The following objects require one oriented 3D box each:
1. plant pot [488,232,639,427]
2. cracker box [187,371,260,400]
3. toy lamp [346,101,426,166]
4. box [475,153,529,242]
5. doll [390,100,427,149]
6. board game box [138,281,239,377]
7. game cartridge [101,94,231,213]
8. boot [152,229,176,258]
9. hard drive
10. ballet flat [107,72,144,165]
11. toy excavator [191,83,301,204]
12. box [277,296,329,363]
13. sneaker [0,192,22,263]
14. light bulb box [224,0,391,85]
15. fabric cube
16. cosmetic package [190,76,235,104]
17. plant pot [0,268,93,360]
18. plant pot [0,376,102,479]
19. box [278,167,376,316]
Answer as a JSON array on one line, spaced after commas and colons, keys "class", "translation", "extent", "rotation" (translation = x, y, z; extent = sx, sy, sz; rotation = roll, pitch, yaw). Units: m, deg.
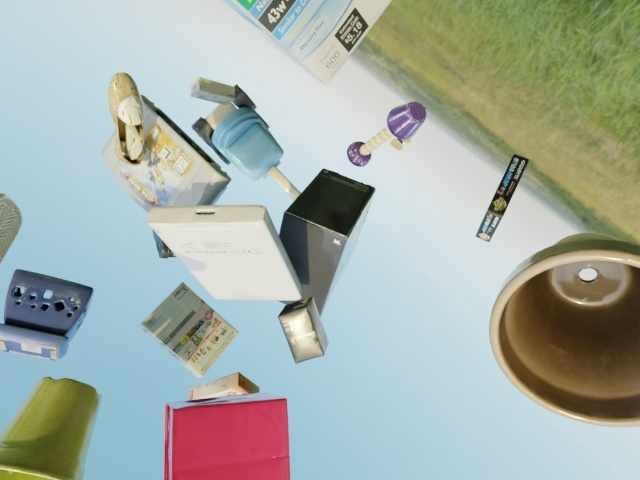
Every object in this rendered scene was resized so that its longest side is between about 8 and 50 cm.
[{"class": "plant pot", "translation": [0.398, 0.094, 0.665], "extent": [0.263, 0.263, 0.229], "rotation": [40, -146, 6]}, {"class": "cracker box", "translation": [-0.374, 0.602, 1.745], "extent": [0.155, 0.233, 0.067], "rotation": [55, -162, -42]}, {"class": "toy lamp", "translation": [0.154, -0.249, 1.068], "extent": [0.080, 0.080, 0.275], "rotation": [33, 162, -13]}, {"class": "box", "translation": [0.549, -0.126, 1.365], "extent": [0.051, 0.220, 0.175], "rotation": [25, 161, 17]}, {"class": "doll", "translation": [0.267, -0.351, 1.330], "extent": [0.046, 0.129, 0.188], "rotation": [37, -129, -14]}, {"class": "board game box", "translation": [-0.504, 0.346, 1.734], "extent": [0.303, 0.097, 0.224], "rotation": [44, -124, -7]}, {"class": "game cartridge", "translation": [-0.367, -0.166, 1.039], "extent": [0.297, 0.198, 0.062], "rotation": [43, -167, 8]}, {"class": "boot", "translation": [-0.489, -0.025, 1.627], "extent": [0.207, 0.094, 0.246], "rotation": [3, -138, -35]}, {"class": "hard drive", "translation": [-0.187, 0.041, 0.984], "extent": [0.353, 0.233, 0.047], "rotation": [73, -161, -57]}, {"class": "ballet flat", "translation": [-0.395, -0.243, 0.937], "extent": [0.073, 0.206, 0.067], "rotation": [-29, -120, -35]}, {"class": "toy excavator", "translation": [-0.199, -0.275, 1.644], "extent": [0.445, 0.222, 0.433], "rotation": [49, -179, 19]}, {"class": "box", "translation": [-0.026, 0.143, 0.722], "extent": [0.062, 0.052, 0.083], "rotation": [-47, -62, -78]}, {"class": "sneaker", "translation": [-0.694, 0.054, 0.806], "extent": [0.148, 0.131, 0.349], "rotation": [4, -131, 3]}, {"class": "light bulb box", "translation": [-0.036, -0.573, 0.867], "extent": [0.225, 0.357, 0.361], "rotation": [47, -165, 33]}, {"class": "fabric cube", "translation": [-0.232, 0.511, 1.073], "extent": [0.259, 0.254, 0.258], "rotation": [2, -105, -23]}, {"class": "cosmetic package", "translation": [-0.312, -0.431, 1.299], "extent": [0.115, 0.060, 0.041], "rotation": [2, -97, -40]}, {"class": "plant pot", "translation": [-0.892, 0.251, 1.439], "extent": [0.236, 0.236, 0.211], "rotation": [20, -125, -21]}, {"class": "plant pot", "translation": [-0.743, 0.528, 1.239], "extent": [0.276, 0.276, 0.253], "rotation": [29, -134, -23]}, {"class": "box", "translation": [0.000, 0.000, 1.262], "extent": [0.183, 0.296, 0.294], "rotation": [22, -145, 7]}]
